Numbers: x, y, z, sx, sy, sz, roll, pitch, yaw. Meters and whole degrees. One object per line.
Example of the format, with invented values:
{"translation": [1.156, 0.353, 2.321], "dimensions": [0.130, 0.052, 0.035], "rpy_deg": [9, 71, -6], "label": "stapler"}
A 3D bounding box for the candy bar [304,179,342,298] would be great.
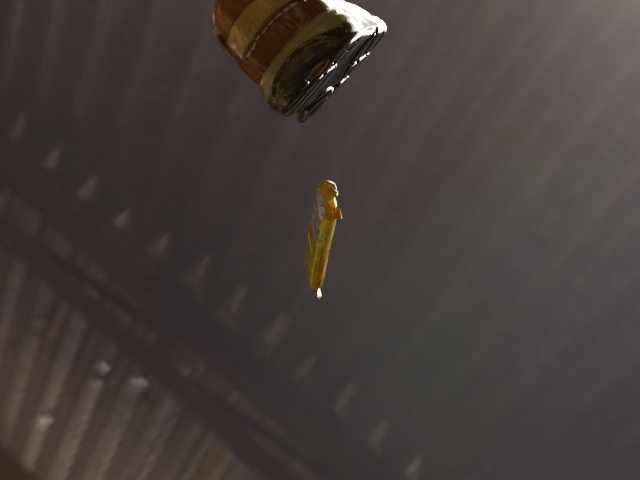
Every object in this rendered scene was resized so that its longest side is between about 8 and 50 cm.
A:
{"translation": [0.000, 0.000, 1.364], "dimensions": [0.161, 0.018, 0.040], "rpy_deg": [103, -22, -63], "label": "candy bar"}

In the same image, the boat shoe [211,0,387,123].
{"translation": [-0.024, -0.185, 1.419], "dimensions": [0.120, 0.122, 0.324], "rpy_deg": [43, 4, 1], "label": "boat shoe"}
